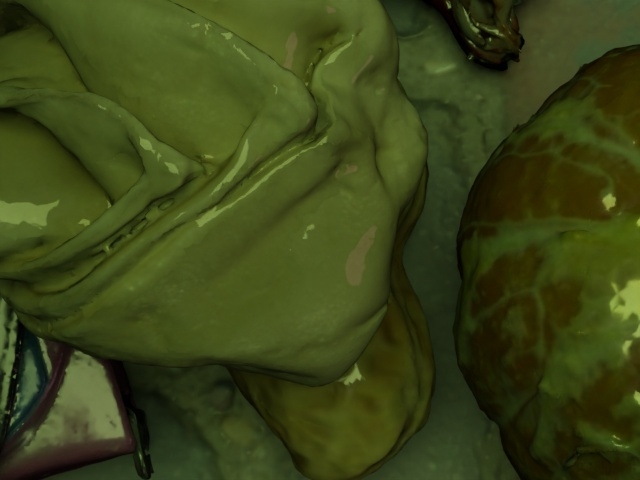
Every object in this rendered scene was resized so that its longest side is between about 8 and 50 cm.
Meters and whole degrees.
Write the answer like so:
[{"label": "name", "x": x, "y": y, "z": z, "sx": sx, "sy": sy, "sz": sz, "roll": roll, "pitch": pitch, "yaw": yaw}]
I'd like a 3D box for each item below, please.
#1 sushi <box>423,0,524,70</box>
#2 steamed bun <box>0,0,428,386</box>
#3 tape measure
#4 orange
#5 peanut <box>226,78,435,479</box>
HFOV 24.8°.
[{"label": "sushi", "x": 0.086, "y": -0.225, "z": 0.992, "sx": 0.103, "sy": 0.097, "sz": 0.226, "roll": -34, "pitch": 77, "yaw": -5}, {"label": "steamed bun", "x": -0.094, "y": -0.076, "z": 0.790, "sx": 0.276, "sy": 0.203, "sz": 0.289, "roll": 11, "pitch": 94, "yaw": 41}, {"label": "tape measure", "x": -0.244, "y": 0.071, "z": 0.922, "sx": 0.232, "sy": 0.149, "sz": 0.245, "roll": -15, "pitch": 84, "yaw": -3}, {"label": "orange", "x": 0.240, "y": 0.034, "z": 0.848, "sx": 0.329, "sy": 0.249, "sz": 0.329, "roll": 0, "pitch": 73, "yaw": 0}, {"label": "peanut", "x": 0.000, "y": 0.000, "z": 0.924, "sx": 0.147, "sy": 0.147, "sz": 0.305, "roll": 0, "pitch": 79, "yaw": 3}]
